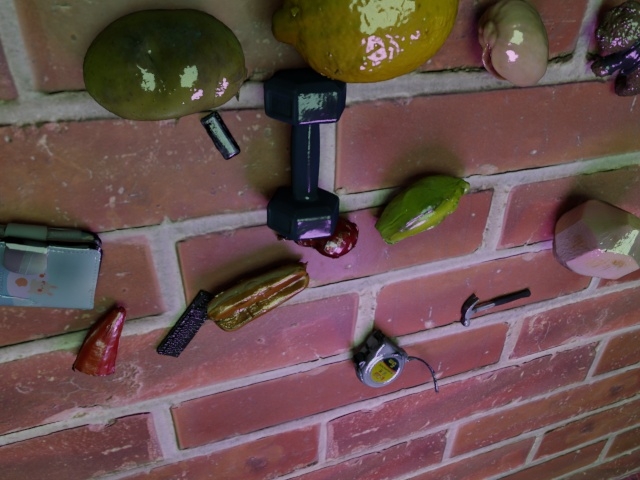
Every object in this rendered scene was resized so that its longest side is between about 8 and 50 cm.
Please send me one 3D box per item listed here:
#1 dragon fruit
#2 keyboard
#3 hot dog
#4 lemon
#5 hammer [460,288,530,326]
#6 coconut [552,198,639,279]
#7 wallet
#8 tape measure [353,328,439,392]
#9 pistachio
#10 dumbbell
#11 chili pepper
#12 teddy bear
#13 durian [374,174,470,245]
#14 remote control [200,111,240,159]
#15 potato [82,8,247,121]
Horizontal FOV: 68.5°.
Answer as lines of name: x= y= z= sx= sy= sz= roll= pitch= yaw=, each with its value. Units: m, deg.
dragon fruit: x=0.000 y=0.000 z=1.058 sx=0.190 sy=0.094 sz=0.094 roll=-7 pitch=123 yaw=-13
keyboard: x=-0.308 y=0.199 z=1.097 sx=0.060 sy=0.018 sz=0.196 roll=28 pitch=107 yaw=-36
hot dog: x=-0.140 y=0.122 z=1.082 sx=0.269 sy=0.072 sz=0.109 roll=-27 pitch=136 yaw=-8
lemon: x=0.076 y=-0.378 z=0.750 sx=0.319 sy=0.245 sz=0.245 roll=-17 pitch=125 yaw=-6
hammer: x=0.541 y=0.186 z=1.435 sx=0.246 sy=0.029 sz=0.103 roll=-15 pitch=126 yaw=-15
coconut: x=0.768 y=-0.005 z=1.278 sx=0.237 sy=0.236 sz=0.197 roll=54 pitch=50 yaw=-37
wallet: x=-0.547 y=0.053 z=0.870 sx=0.250 sy=0.075 sz=0.176 roll=8 pitch=121 yaw=-27
tape measure: x=0.224 y=0.388 z=1.392 sx=0.164 sy=0.084 sz=0.330 roll=-42 pitch=125 yaw=9
pistachio: x=0.402 y=-0.399 z=0.951 sx=0.200 sy=0.117 sz=0.145 roll=28 pitch=102 yaw=-34
dumbbell: x=-0.031 y=-0.161 z=0.906 sx=0.156 sy=0.144 sz=0.317 roll=-9 pitch=124 yaw=-17
chili pepper: x=-0.462 y=0.211 z=1.016 sx=0.088 sy=0.065 sz=0.169 roll=20 pitch=108 yaw=-32
teddy bear: x=0.719 y=-0.432 z=1.055 sx=0.251 sy=0.129 sz=0.182 roll=23 pitch=108 yaw=-33
durian: x=0.242 y=-0.083 z=1.101 sx=0.250 sy=0.101 sz=0.139 roll=-35 pitch=162 yaw=2
remote control: x=-0.189 y=-0.197 z=0.898 sx=0.039 sy=0.014 sz=0.096 roll=-30 pitch=126 yaw=-2
potato: x=-0.246 y=-0.278 z=0.749 sx=0.248 sy=0.143 sz=0.170 roll=-17 pitch=87 yaw=-7
